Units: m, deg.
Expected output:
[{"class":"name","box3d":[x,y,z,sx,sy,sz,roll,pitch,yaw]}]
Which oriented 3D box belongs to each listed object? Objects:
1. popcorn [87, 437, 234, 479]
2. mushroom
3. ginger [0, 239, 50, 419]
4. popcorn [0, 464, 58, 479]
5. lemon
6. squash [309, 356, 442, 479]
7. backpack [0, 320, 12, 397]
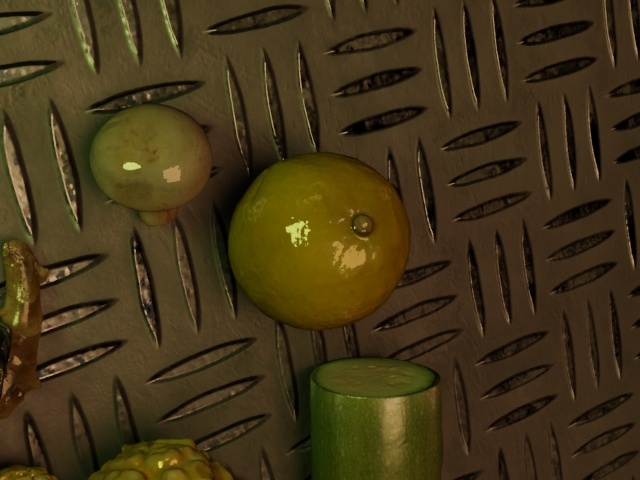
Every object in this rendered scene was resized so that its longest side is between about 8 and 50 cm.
[{"class":"popcorn","box3d":[-0.289,0.517,1.892,0.381,0.349,0.349,-21,109,-36]},{"class":"mushroom","box3d":[-0.275,-0.130,1.882,0.206,0.206,0.209,-61,145,-10]},{"class":"ginger","box3d":[-0.518,0.145,1.826,0.131,0.086,0.294,6,86,-21]},{"class":"popcorn","box3d":[-0.507,0.446,1.846,0.167,0.152,0.148,-15,133,-32]},{"class":"lemon","box3d":[0.000,0.000,1.985,0.348,0.348,0.348,-6,101,-33]},{"class":"squash","box3d":[0.110,0.448,2.175,0.263,0.263,0.384,-7,102,-32]},{"class":"backpack","box3d":[-0.600,0.235,1.723,0.133,0.206,0.258,5,104,-75]}]
